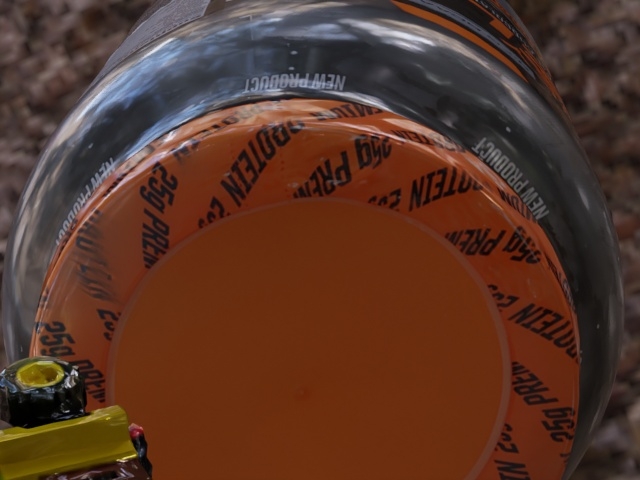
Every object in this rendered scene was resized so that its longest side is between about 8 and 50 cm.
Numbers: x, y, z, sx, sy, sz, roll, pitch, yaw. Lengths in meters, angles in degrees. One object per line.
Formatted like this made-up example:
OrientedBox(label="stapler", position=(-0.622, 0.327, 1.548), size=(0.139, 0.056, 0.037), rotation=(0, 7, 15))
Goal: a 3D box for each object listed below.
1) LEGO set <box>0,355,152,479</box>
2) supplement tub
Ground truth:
OrientedBox(label="LEGO set", position=(-0.048, 0.209, 0.328), size=(0.255, 0.331, 0.192), rotation=(-3, 24, -24))
OrientedBox(label="supplement tub", position=(0.000, 0.000, 0.733), size=(0.207, 0.207, 0.338), rotation=(-18, 15, 7))
